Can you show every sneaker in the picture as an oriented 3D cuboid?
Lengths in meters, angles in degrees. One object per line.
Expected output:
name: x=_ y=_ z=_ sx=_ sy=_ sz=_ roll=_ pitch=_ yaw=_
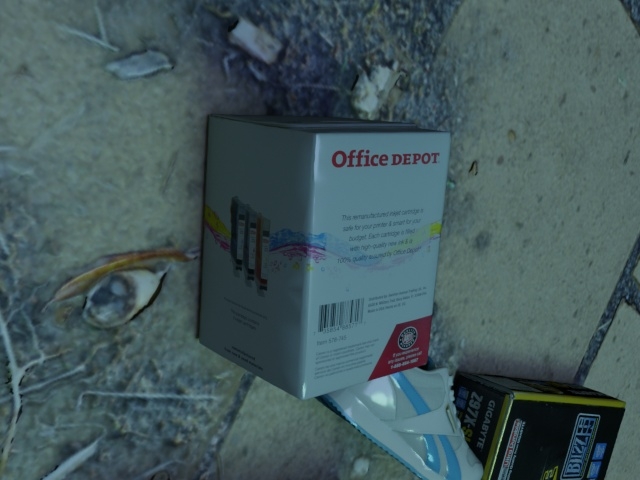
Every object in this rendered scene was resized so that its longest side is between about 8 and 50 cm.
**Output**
sneaker: x=0.091 y=0.158 z=0.716 sx=0.092 sy=0.087 sz=0.228 roll=-53 pitch=127 yaw=-9

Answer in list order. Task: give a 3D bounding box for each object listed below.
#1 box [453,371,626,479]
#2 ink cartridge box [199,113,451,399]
box: x=0.212 y=0.317 z=0.886 sx=0.257 sy=0.079 sz=0.322 roll=15 pitch=92 yaw=-45
ink cartridge box: x=0.000 y=0.000 z=0.567 sx=0.128 sy=0.127 sz=0.176 roll=-6 pitch=106 yaw=-40
